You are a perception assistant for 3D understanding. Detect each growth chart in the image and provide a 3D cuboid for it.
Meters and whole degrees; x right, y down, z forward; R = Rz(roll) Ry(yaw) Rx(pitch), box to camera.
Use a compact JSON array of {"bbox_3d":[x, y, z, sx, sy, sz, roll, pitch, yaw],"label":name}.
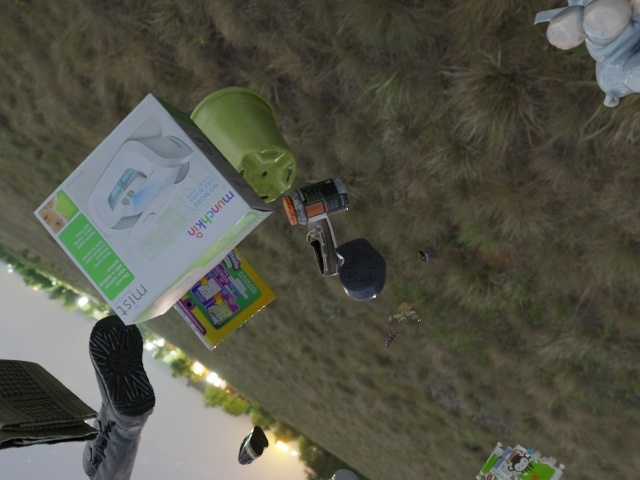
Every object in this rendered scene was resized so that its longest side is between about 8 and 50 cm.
[{"bbox_3d":[0.637,0.732,1.540,0.237,0.172,0.021,1,133,53],"label":"growth chart"}]

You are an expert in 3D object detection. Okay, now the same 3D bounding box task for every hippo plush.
[{"bbox_3d":[0.586,-0.385,0.974,0.236,0.234,0.294,58,166,-19],"label":"hippo plush"}]

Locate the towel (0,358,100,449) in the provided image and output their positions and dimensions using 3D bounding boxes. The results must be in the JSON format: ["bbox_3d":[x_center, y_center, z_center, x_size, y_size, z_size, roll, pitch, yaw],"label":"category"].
[{"bbox_3d":[-0.714,0.375,1.160,0.324,0.056,0.312,31,172,22],"label":"towel"}]

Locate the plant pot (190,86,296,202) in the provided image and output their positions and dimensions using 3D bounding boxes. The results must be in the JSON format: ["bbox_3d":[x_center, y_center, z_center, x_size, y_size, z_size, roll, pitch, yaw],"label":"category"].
[{"bbox_3d":[-0.198,-0.241,1.333,0.254,0.276,0.276,53,176,39],"label":"plant pot"}]

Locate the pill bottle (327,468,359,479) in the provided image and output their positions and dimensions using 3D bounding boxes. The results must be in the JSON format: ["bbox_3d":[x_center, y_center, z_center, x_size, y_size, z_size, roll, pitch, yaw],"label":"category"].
[{"bbox_3d":[0.050,0.853,1.566,0.121,0.216,0.121,18,-159,-7],"label":"pill bottle"}]

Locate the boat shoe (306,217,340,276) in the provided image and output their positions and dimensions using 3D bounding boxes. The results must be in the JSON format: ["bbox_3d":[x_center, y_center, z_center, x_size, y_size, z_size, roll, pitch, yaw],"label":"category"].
[{"bbox_3d":[0.000,0.000,2.057,0.116,0.097,0.324,-44,63,59],"label":"boat shoe"}]

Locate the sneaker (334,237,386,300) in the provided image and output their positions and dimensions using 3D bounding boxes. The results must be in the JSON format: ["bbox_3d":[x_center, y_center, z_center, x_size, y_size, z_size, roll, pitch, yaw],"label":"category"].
[{"bbox_3d":[0.107,0.093,1.137,0.319,0.112,0.131,-90,-20,-74],"label":"sneaker"}]

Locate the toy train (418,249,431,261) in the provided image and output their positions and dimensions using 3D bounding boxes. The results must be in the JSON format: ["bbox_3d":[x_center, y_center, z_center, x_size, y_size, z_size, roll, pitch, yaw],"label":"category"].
[{"bbox_3d":[0.360,0.051,1.663,0.158,0.036,0.027,-30,-75,-81],"label":"toy train"}]

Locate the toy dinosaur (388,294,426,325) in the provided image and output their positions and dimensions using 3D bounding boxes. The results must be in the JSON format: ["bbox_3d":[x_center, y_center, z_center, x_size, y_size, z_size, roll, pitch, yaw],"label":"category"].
[{"bbox_3d":[0.347,0.268,1.856,0.092,0.183,0.053,56,175,43],"label":"toy dinosaur"}]

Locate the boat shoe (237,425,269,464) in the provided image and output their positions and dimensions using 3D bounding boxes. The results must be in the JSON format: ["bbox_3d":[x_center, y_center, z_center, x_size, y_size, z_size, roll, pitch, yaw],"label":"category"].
[{"bbox_3d":[-0.217,0.649,1.530,0.080,0.073,0.223,55,176,7],"label":"boat shoe"}]

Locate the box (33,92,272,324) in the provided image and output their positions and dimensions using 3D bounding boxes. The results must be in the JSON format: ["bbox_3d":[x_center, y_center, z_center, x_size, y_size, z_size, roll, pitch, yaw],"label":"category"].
[{"bbox_3d":[-0.253,-0.043,0.756,0.231,0.262,0.127,49,-172,6],"label":"box"}]

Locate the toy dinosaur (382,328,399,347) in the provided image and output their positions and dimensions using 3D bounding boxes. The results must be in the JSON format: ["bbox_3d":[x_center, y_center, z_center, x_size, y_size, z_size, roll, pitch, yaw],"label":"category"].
[{"bbox_3d":[0.321,0.438,2.146,0.047,0.082,0.090,60,-177,-38],"label":"toy dinosaur"}]

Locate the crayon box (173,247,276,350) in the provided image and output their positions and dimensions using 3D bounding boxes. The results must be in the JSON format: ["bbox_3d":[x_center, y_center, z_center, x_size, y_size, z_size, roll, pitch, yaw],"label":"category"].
[{"bbox_3d":[-0.408,0.180,1.864,0.363,0.313,0.106,50,153,3],"label":"crayon box"}]

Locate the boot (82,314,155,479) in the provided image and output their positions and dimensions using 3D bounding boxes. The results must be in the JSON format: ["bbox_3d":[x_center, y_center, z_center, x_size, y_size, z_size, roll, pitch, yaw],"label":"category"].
[{"bbox_3d":[-0.631,0.503,1.464,0.367,0.146,0.445,58,136,39],"label":"boot"}]

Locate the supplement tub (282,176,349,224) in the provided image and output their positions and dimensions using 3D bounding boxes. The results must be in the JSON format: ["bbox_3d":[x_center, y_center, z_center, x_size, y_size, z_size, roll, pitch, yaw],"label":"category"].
[{"bbox_3d":[-0.015,-0.121,1.518,0.117,0.191,0.116,162,90,-82],"label":"supplement tub"}]
